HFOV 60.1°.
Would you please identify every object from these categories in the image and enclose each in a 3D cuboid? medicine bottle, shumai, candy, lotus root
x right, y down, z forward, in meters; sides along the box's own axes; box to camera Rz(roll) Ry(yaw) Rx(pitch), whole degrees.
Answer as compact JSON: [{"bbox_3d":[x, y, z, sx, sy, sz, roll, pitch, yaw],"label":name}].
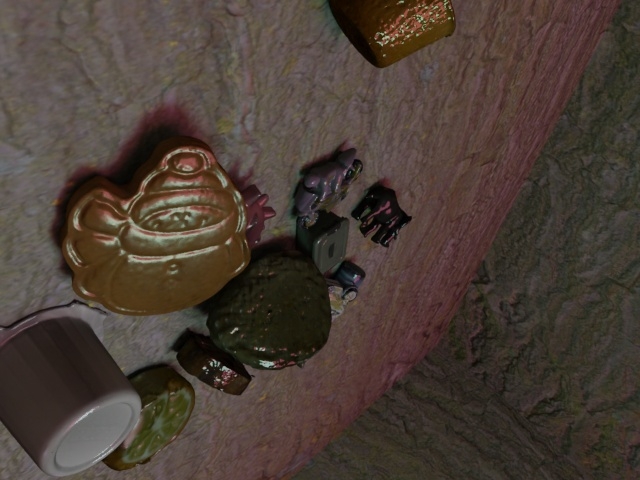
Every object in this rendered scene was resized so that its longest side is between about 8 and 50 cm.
[{"bbox_3d":[0.061,0.168,1.766,0.083,0.083,0.203,4,121,-60],"label":"medicine bottle"},{"bbox_3d":[-0.154,0.201,1.375,0.330,0.292,0.288,-20,178,-36],"label":"shumai"},{"bbox_3d":[-0.411,0.418,1.305,0.260,0.118,0.260,-41,153,-26],"label":"candy"},{"bbox_3d":[-0.250,0.312,1.379,0.074,0.170,0.261,-52,150,-5],"label":"lotus root"}]

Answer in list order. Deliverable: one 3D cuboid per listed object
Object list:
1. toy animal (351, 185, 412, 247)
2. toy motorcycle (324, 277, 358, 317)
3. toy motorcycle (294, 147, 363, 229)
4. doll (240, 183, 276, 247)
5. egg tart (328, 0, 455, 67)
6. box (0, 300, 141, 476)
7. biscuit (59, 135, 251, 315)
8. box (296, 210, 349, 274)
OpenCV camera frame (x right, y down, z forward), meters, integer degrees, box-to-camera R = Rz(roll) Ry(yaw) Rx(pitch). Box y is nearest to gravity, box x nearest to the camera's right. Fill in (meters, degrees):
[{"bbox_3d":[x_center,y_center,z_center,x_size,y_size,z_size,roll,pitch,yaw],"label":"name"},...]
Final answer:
[{"bbox_3d":[0.189,-0.062,1.627,0.146,0.114,0.245,-45,154,-9],"label":"toy animal"},{"bbox_3d":[0.007,0.180,1.665,0.228,0.074,0.151,11,116,-37],"label":"toy motorcycle"},{"bbox_3d":[0.011,-0.128,1.301,0.225,0.073,0.152,-46,152,-6],"label":"toy motorcycle"},{"bbox_3d":[-0.190,-0.027,1.083,0.211,0.093,0.262,-41,156,2],"label":"doll"},{"bbox_3d":[0.126,-0.409,0.966,0.171,0.215,0.215,-40,155,5],"label":"egg tart"},{"bbox_3d":[-0.449,0.288,0.961,0.262,0.206,0.291,-19,138,-47],"label":"box"},{"bbox_3d":[-0.266,-0.002,0.936,0.312,0.057,0.351,-18,135,-24],"label":"biscuit"},{"bbox_3d":[0.000,0.000,1.431,0.124,0.093,0.172,-34,150,-29],"label":"box"}]
